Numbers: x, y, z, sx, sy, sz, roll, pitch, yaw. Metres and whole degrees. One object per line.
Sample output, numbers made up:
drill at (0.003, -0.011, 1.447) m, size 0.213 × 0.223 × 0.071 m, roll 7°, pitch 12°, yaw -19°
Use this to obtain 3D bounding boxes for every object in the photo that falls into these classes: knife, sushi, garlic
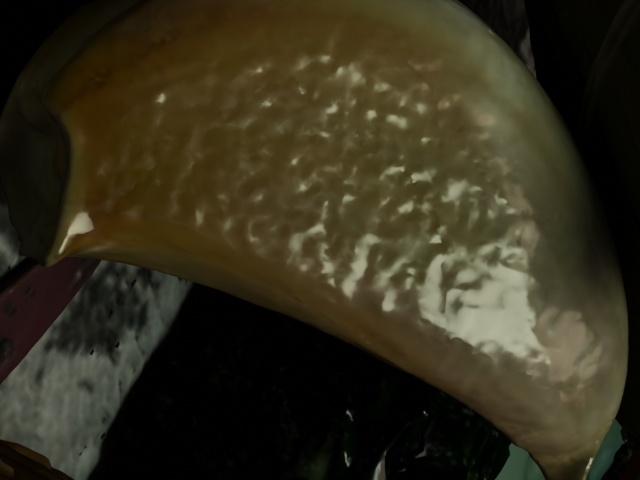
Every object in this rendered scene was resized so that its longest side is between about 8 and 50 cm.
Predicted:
knife at (-0.142, 0.066, 0.681) m, size 0.247 × 0.018 × 0.035 m, roll -51°, pitch 139°, yaw -32°
sushi at (0.004, 0.083, 0.816) m, size 0.225 × 0.127 × 0.124 m, roll -62°, pitch 148°, yaw -14°
garlic at (0.008, -0.008, 0.690) m, size 0.145 × 0.245 × 0.164 m, roll -38°, pitch -155°, yaw 52°

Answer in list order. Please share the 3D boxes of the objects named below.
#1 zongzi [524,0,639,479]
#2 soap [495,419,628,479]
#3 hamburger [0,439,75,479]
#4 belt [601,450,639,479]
zongzi at (0.150, -0.069, 0.835) m, size 0.181 × 0.418 × 0.447 m, roll -20°, pitch 164°, yaw -9°
soap at (0.102, 0.067, 1.001) m, size 0.230 × 0.091 × 0.145 m, roll -50°, pitch 145°, yaw -28°
hamburger at (-0.099, 0.209, 0.546) m, size 0.268 × 0.287 × 0.445 m, roll -53°, pitch 152°, yaw -7°
belt at (0.186, 0.185, 1.186) m, size 0.338 × 0.122 × 0.217 m, roll -28°, pitch 133°, yaw -46°
